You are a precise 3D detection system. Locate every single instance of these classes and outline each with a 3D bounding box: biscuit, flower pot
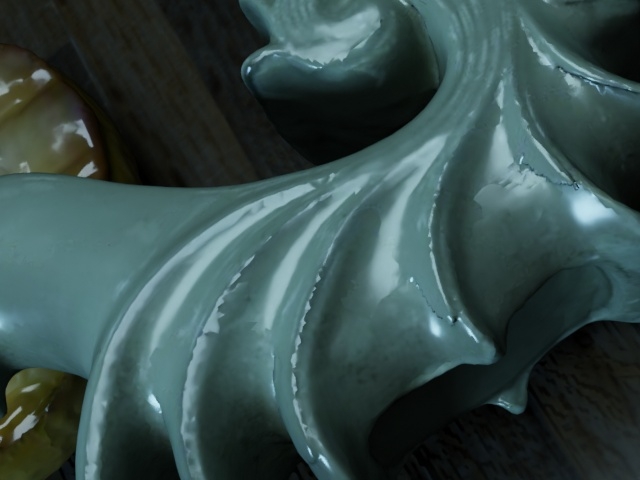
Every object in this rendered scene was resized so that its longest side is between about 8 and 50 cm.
[{"bbox_3d":[-0.225,0.026,1.037,0.296,0.102,0.296,-11,67,26],"label":"biscuit"},{"bbox_3d":[0.000,0.000,0.850,0.367,0.164,0.254,-40,67,-2],"label":"flower pot"}]
